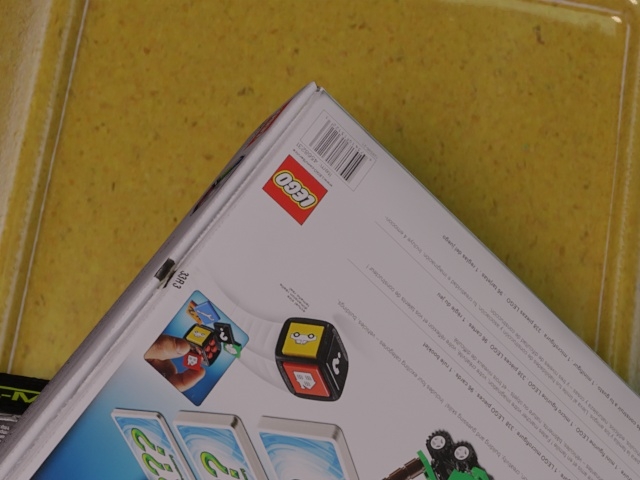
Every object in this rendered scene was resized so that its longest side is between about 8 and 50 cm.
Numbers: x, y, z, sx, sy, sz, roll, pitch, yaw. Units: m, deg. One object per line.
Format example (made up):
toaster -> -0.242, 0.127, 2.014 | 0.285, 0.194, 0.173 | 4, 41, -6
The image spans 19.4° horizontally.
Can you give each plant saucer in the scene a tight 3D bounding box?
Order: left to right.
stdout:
plant saucer -> 0.000, 0.000, 0.725 | 0.332, 0.081, 0.333 | 9, 70, -2

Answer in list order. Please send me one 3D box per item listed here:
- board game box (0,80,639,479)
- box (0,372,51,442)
board game box -> 0.049, 0.121, 0.586 | 0.305, 0.053, 0.193 | 44, 55, -10
box -> -0.112, 0.138, 0.638 | 0.190, 0.045, 0.184 | 8, 106, -3
